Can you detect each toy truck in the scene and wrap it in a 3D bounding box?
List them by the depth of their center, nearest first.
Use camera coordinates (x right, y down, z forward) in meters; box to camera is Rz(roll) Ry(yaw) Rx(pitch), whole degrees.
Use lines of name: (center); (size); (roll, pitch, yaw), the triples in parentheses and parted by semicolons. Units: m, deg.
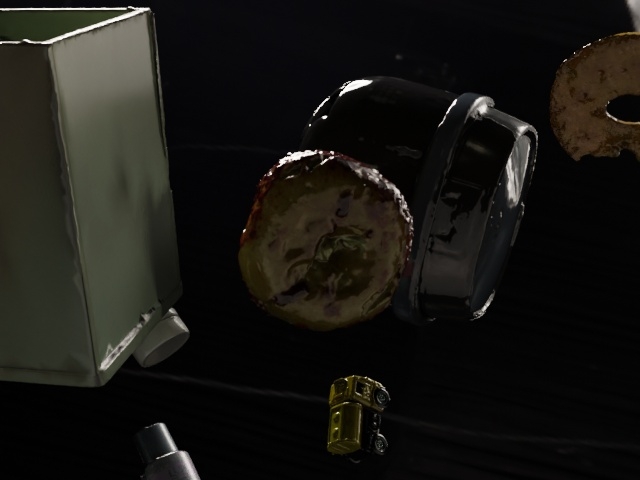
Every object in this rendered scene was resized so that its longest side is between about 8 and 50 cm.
toy truck: (0.036, 0.181, 0.929); (0.049, 0.054, 0.083); (-32, 41, 42)

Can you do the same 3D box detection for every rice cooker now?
rice cooker: (0.091, -0.045, 0.945); (0.267, 0.225, 0.267); (-55, -25, -41)

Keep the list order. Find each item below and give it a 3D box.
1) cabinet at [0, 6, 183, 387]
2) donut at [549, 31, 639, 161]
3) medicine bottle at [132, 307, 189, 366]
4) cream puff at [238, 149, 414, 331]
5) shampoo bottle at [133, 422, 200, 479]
cabinet: (-0.191, -0.036, 0.579); (0.145, 0.150, 0.206); (-59, -31, -65)
donut: (0.212, -0.098, 0.610); (0.043, 0.108, 0.097); (-57, -23, -54)
medicine bottle: (-0.174, 0.070, 0.872); (0.058, 0.091, 0.058); (-35, -15, -11)
cream puff: (0.000, 0.000, 0.729); (0.084, 0.149, 0.149); (-143, 66, -74)
shampoo bottle: (-0.167, 0.323, 1.096); (0.214, 0.072, 0.072); (59, 162, 25)
